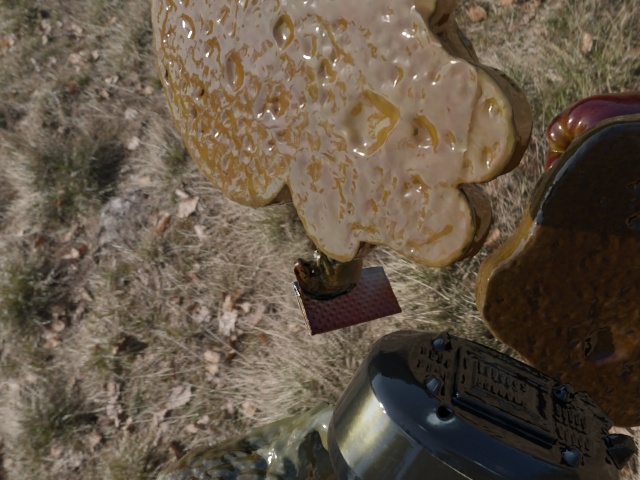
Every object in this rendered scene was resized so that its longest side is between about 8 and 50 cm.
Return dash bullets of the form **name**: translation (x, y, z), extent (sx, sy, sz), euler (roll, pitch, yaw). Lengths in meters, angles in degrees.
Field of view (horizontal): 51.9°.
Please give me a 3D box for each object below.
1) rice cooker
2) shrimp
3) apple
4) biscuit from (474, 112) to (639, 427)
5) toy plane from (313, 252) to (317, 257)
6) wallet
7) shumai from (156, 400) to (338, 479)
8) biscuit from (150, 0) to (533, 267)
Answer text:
- **rice cooker**: translation (0.088, 0.120, 0.376), extent (0.165, 0.112, 0.106), euler (20, 118, 4)
- **shrimp**: translation (0.008, -0.002, 1.050), extent (0.117, 0.262, 0.066), euler (-23, 36, -15)
- **apple**: translation (0.676, -0.197, 1.474), extent (0.317, 0.288, 0.288), euler (1, 82, -10)
- **biscuit**: translation (0.280, 0.032, 0.535), extent (0.273, 0.049, 0.257), euler (31, 104, -8)
- **toy plane**: translation (0.096, -0.038, 1.658), extent (0.251, 0.255, 0.101), euler (-35, 108, -21)
- **wallet**: translation (0.050, 0.106, 1.197), extent (0.020, 0.196, 0.103), euler (-47, 58, 54)
- **shumai**: translation (-0.068, 0.340, 0.954), extent (0.314, 0.267, 0.262), euler (23, 85, 16)
- **biscuit**: translation (-0.008, -0.096, 0.387), extent (0.289, 0.044, 0.202), euler (32, 126, 32)
